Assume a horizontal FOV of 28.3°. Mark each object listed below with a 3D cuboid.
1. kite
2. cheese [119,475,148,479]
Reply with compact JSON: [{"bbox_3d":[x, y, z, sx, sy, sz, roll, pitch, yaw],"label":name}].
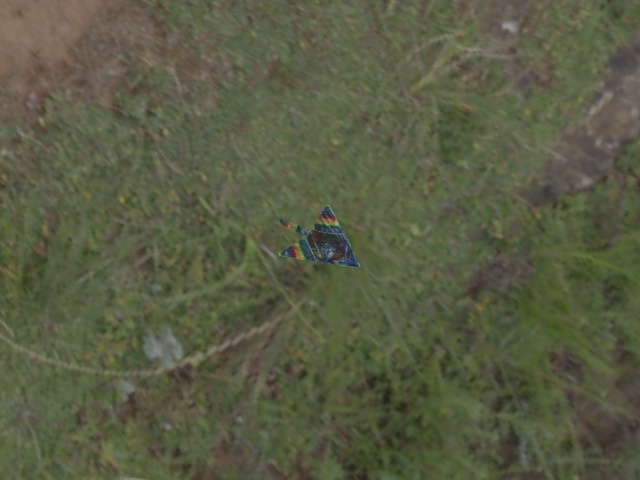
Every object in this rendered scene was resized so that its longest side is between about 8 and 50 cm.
[{"bbox_3d":[0.000,0.000,1.169,0.090,0.122,0.004,29,59,-4],"label":"kite"},{"bbox_3d":[-0.138,0.236,1.074,0.084,0.041,0.060,27,64,-16],"label":"cheese"}]
